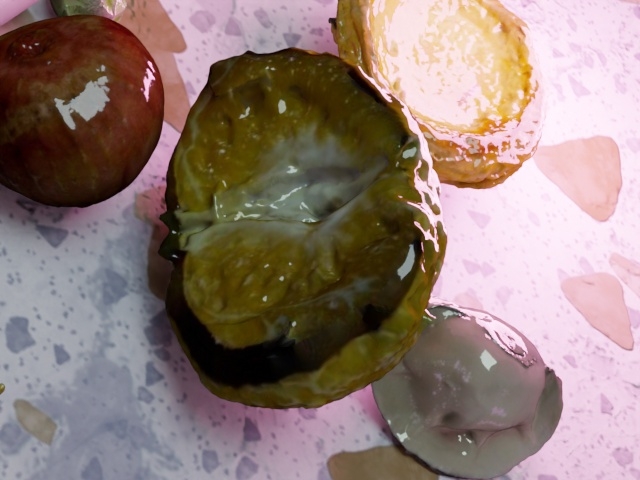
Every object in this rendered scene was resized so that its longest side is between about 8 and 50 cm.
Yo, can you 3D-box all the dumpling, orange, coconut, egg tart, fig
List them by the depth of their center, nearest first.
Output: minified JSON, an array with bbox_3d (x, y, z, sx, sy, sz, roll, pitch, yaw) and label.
[{"bbox_3d":[-0.239,-0.115,1.686,0.205,0.205,0.205,18,53,-25],"label":"fig"},{"bbox_3d":[0.000,0.000,1.719,0.210,0.270,0.369,41,38,-50],"label":"orange"},{"bbox_3d":[0.151,0.158,1.824,0.247,0.142,0.172,28,84,-26],"label":"dumpling"},{"bbox_3d":[-0.239,-0.249,1.830,0.082,0.083,0.081,12,41,23],"label":"coconut"},{"bbox_3d":[0.122,-0.176,2.007,0.294,0.123,0.294,15,54,-22],"label":"egg tart"}]

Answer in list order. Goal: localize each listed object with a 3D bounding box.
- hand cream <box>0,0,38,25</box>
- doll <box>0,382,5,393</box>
[{"bbox_3d":[-0.408,-0.216,1.683,0.358,0.118,0.185,-37,91,-36],"label":"hand cream"},{"bbox_3d":[-0.335,0.089,1.561,0.098,0.058,0.143,-32,77,-28],"label":"doll"}]
